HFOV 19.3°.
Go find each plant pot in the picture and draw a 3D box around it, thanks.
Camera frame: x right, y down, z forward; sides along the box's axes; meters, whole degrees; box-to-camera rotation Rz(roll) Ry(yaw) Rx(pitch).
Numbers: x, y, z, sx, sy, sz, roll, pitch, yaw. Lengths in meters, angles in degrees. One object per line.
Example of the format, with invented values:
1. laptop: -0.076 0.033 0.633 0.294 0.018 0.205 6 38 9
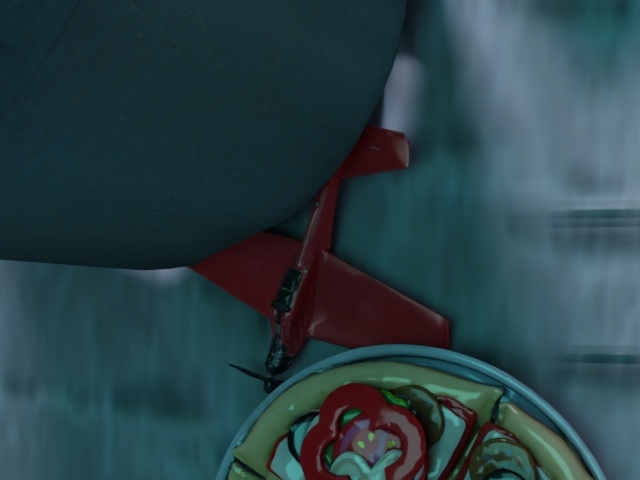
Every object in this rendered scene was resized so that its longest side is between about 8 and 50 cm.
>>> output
1. plant pot: -0.148 -0.132 0.744 0.341 0.334 0.341 -6 78 29

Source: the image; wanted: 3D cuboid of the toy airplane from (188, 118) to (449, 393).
1. toy airplane: 0.000 0.000 0.854 0.151 0.028 0.151 -1 88 26

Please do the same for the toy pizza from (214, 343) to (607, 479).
1. toy pizza: 0.036 0.146 0.822 0.201 0.032 0.201 1 93 23
